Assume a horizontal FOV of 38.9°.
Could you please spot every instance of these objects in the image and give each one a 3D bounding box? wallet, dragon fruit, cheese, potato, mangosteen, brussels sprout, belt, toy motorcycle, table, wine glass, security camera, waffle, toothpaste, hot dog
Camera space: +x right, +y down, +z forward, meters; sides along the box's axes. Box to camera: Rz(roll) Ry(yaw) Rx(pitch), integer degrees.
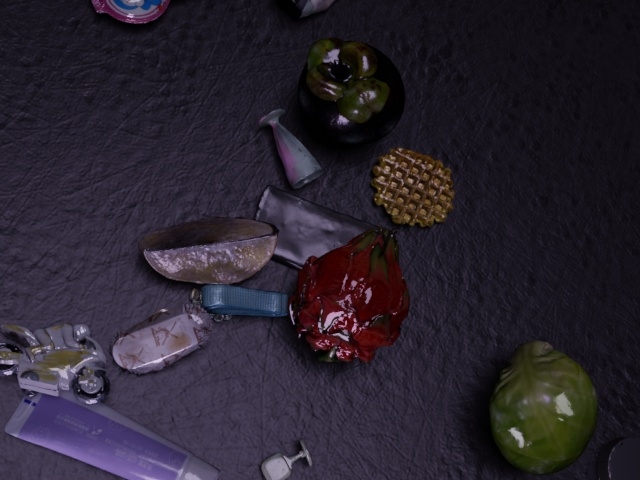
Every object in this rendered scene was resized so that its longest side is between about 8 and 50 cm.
[{"bbox_3d":[0.000,0.000,1.801,0.285,0.030,0.146,20,72,-6],"label":"wallet"},{"bbox_3d":[0.059,0.085,1.684,0.234,0.234,0.293,15,79,-9],"label":"dragon fruit"},{"bbox_3d":[-0.352,-0.520,1.856,0.244,0.062,0.155,-20,77,-19],"label":"cheese"},{"bbox_3d":[-0.209,0.024,1.722,0.261,0.120,0.100,-7,114,-7],"label":"potato"},{"bbox_3d":[0.061,-0.298,1.799,0.243,0.243,0.243,4,72,-13],"label":"mangosteen"},{"bbox_3d":[0.419,0.317,1.708,0.244,0.244,0.244,4,72,-13],"label":"brussels sprout"},{"bbox_3d":[-0.149,0.120,1.711,0.179,0.100,0.065,9,69,-27],"label":"belt"},{"bbox_3d":[-0.464,0.203,1.592,0.228,0.074,0.151,16,53,5],"label":"toy motorcycle"},{"bbox_3d":[0.622,0.459,1.804,0.133,0.043,0.133,4,72,-13],"label":"table"},{"bbox_3d":[-0.064,-0.184,1.821,0.073,0.073,0.155,-29,79,-20],"label":"wine glass"},{"bbox_3d":[-0.063,0.405,1.654,0.092,0.058,0.058,-23,80,-7],"label":"security camera"},{"bbox_3d":[0.192,-0.110,1.877,0.191,0.038,0.191,4,73,-13],"label":"waffle"},{"bbox_3d":[-0.356,0.353,1.581,0.371,0.080,0.125,25,65,1],"label":"toothpaste"},{"bbox_3d":[-0.286,0.178,1.642,0.192,0.053,0.099,-25,99,0],"label":"hot dog"}]

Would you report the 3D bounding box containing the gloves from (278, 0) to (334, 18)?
[{"bbox_3d":[-0.001,-0.570,1.939,0.127,0.111,0.212,39,76,5],"label":"gloves"}]
